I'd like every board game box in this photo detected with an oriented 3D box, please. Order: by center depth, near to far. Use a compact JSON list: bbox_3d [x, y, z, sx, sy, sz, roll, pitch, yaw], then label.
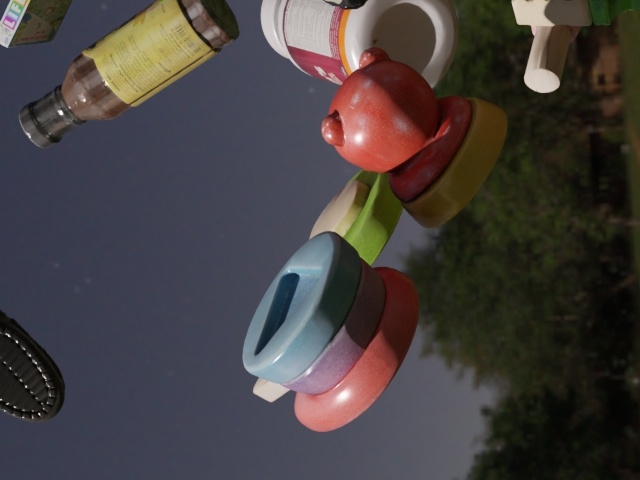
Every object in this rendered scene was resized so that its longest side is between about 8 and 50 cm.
[{"bbox_3d":[-0.400,-0.329,1.710,0.103,0.026,0.154,-60,-3,16],"label":"board game box"}]

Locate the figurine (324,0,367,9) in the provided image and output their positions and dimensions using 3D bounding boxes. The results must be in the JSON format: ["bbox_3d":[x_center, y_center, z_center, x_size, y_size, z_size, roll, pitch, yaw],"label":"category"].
[{"bbox_3d":[0.091,-0.235,0.585,0.092,0.209,0.215,-134,36,-65],"label":"figurine"}]

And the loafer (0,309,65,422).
[{"bbox_3d":[-0.357,0.108,1.322,0.220,0.080,0.078,43,-172,8],"label":"loafer"}]

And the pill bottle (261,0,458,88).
[{"bbox_3d":[0.031,-0.215,1.205,0.221,0.121,0.121,29,133,58],"label":"pill bottle"}]

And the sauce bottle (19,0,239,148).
[{"bbox_3d":[-0.282,-0.246,1.725,0.111,0.344,0.111,53,-162,-25],"label":"sauce bottle"}]

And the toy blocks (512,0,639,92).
[{"bbox_3d":[0.353,-0.349,1.300,0.309,0.288,0.260,62,-140,-50],"label":"toy blocks"}]

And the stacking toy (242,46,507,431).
[{"bbox_3d":[0.000,0.000,1.050,0.279,0.130,0.309,-22,39,63],"label":"stacking toy"}]
